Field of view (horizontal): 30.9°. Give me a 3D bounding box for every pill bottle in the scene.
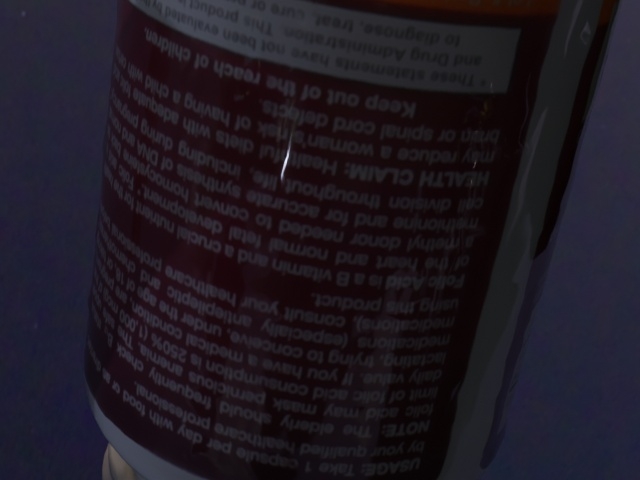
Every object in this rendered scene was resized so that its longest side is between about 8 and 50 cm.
[{"bbox_3d":[0.000,0.000,0.578,0.224,0.392,0.224,9,-155,-4],"label":"pill bottle"}]
